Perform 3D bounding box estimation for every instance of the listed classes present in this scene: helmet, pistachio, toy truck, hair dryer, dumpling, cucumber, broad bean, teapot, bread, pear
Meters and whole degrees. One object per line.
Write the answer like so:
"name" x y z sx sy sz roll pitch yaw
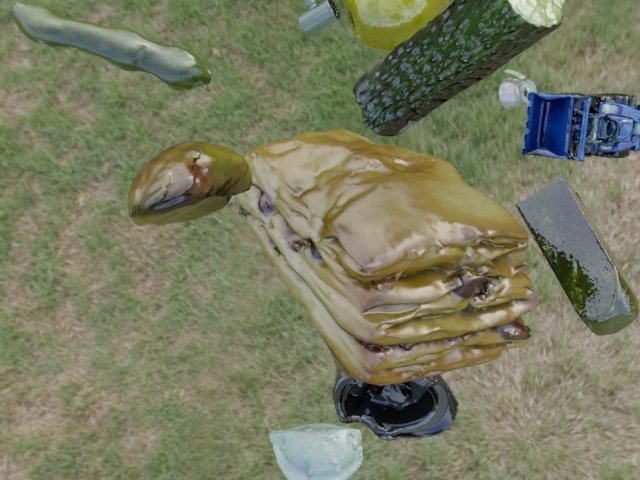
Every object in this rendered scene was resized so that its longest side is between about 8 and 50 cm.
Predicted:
"helmet" 0.170 0.337 1.838 0.305 0.177 0.225 22 122 -18
"pistachio" -0.097 -0.046 0.584 0.089 0.173 0.049 -19 91 -1
"toy truck" 0.456 -0.193 1.320 0.208 0.126 0.113 -3 105 -15
"hair dryer" -0.028 -0.471 1.470 0.071 0.047 0.150 -25 101 25
"dumpling" -0.015 0.466 1.687 0.216 0.105 0.149 2 39 16
"cucumber" 0.086 -0.124 0.521 0.058 0.187 0.058 6 75 -24
"broad bean" -0.251 -0.231 0.920 0.256 0.053 0.052 17 93 -4
"teapot" 0.416 -0.322 1.636 0.064 0.083 0.064 -29 22 -31
"bread" 0.093 -0.014 0.995 0.314 0.192 0.370 -10 53 -28
"pear" 0.146 -0.457 1.485 0.198 0.198 0.198 -4 75 14

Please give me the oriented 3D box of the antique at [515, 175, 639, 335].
"antique" 0.368 0.025 1.089 0.080 0.081 0.221 -35 59 22
